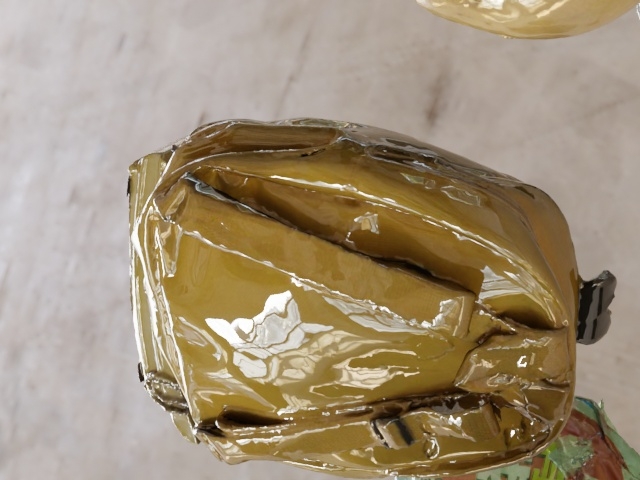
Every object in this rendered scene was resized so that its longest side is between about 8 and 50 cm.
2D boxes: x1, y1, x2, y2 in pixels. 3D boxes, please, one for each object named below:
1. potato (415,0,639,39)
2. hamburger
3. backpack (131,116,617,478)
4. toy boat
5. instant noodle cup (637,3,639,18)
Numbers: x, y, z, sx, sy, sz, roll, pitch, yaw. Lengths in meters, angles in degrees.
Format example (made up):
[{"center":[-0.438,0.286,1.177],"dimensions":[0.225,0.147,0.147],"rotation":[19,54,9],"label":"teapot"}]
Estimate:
[{"center":[0.104,-0.146,0.783],"dimensions":[0.112,0.147,0.112],"rotation":[-12,-90,-87],"label":"potato"},{"center":[0.208,0.259,1.761],"dimensions":[0.276,0.150,0.261],"rotation":[38,109,38],"label":"hamburger"},{"center":[0.038,0.051,1.390],"dimensions":[0.353,0.378,0.201],"rotation":[89,-158,-44],"label":"backpack"},{"center":[-0.118,0.050,1.658],"dimensions":[0.115,0.089,0.310],"rotation":[21,122,37],"label":"toy boat"},{"center":[0.392,-0.275,1.738],"dimensions":[0.125,0.208,0.178],"rotation":[-133,37,-68],"label":"instant noodle cup"}]
